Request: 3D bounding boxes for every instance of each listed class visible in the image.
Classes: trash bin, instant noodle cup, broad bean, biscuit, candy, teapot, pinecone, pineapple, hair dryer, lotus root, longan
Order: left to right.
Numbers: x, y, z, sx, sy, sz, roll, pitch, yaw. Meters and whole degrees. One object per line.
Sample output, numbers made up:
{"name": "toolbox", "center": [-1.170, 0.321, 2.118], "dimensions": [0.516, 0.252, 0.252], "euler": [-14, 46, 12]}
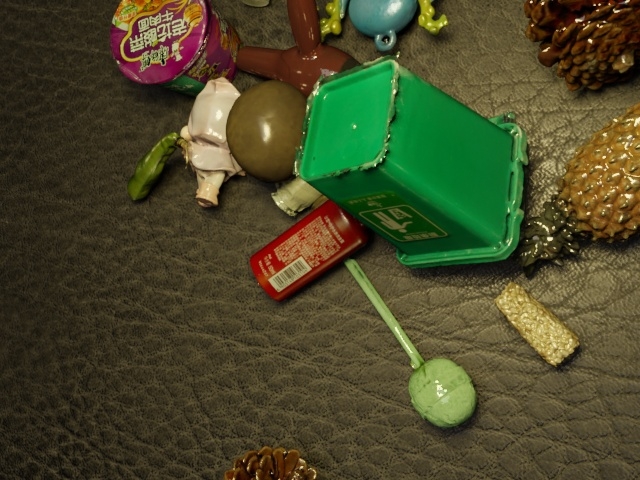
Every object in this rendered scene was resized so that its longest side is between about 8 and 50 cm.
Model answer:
{"name": "broad bean", "center": [-0.365, -0.160, 1.507], "dimensions": [0.318, 0.056, 0.098], "euler": [-21, 58, 54]}
{"name": "instant noodle cup", "center": [-0.302, -0.433, 1.512], "dimensions": [0.251, 0.190, 0.251], "euler": [-3, 82, 21]}
{"name": "longan", "center": [-0.099, -0.219, 1.369], "dimensions": [0.198, 0.198, 0.212], "euler": [0, 49, 21]}
{"name": "pinecone", "center": [-0.095, 0.490, 1.340], "dimensions": [0.185, 0.169, 0.212], "euler": [44, 113, 6]}
{"name": "hair dryer", "center": [-0.065, -0.430, 1.362], "dimensions": [0.313, 0.340, 0.123], "euler": [24, 59, 27]}
{"name": "teapot", "center": [-0.017, -0.148, 1.433], "dimensions": [0.200, 0.077, 0.107], "euler": [-42, 47, 12]}
{"name": "lotus root", "center": [0.016, -0.071, 1.420], "dimensions": [0.099, 0.054, 0.049], "euler": [-33, 54, 18]}
{"name": "candy", "center": [0.142, 0.169, 1.332], "dimensions": [0.119, 0.119, 0.440], "euler": [-42, 64, 12]}
{"name": "trash bin", "center": [0.169, -0.141, 1.169], "dimensions": [0.259, 0.381, 0.295], "euler": [-7, 65, 43]}
{"name": "biscuit", "center": [0.388, 0.149, 1.236], "dimensions": [0.070, 0.082, 0.168], "euler": [-46, 70, 8]}
{"name": "pineapple", "center": [0.469, -0.071, 1.187], "dimensions": [0.362, 0.202, 0.202], "euler": [-36, 72, 28]}
{"name": "pinecone", "center": [0.470, -0.401, 1.187], "dimensions": [0.264, 0.264, 0.264], "euler": [-2, 83, 21]}

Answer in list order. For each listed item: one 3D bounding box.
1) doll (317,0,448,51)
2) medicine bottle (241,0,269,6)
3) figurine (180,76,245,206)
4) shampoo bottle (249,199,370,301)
{"name": "doll", "center": [0.115, -0.540, 1.421], "dimensions": [0.346, 0.099, 0.341], "euler": [-9, 71, 27]}
{"name": "medicine bottle", "center": [-0.140, -0.596, 1.526], "dimensions": [0.080, 0.080, 0.130], "euler": [5, 86, 22]}
{"name": "figurine", "center": [-0.225, -0.209, 1.486], "dimensions": [0.200, 0.133, 0.275], "euler": [9, 87, 16]}
{"name": "shampoo bottle", "center": [0.000, 0.000, 1.382], "dimensions": [0.314, 0.076, 0.118], "euler": [-36, 81, 23]}
